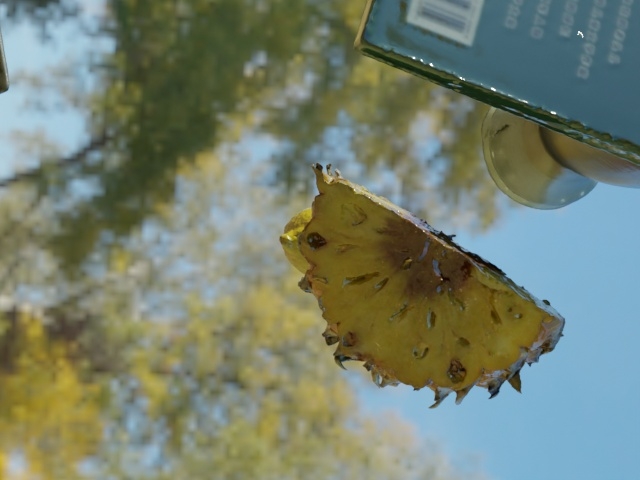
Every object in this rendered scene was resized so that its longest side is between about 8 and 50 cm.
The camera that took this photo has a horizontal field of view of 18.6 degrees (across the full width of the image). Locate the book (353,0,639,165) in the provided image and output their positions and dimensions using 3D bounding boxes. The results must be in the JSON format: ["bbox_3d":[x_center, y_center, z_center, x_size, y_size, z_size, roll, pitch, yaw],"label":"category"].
[{"bbox_3d":[0.226,-0.185,1.410,0.043,0.371,0.260,142,-33,-68],"label":"book"}]

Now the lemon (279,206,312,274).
[{"bbox_3d":[0.000,0.000,1.703,0.065,0.092,0.065,7,-80,46],"label":"lemon"}]

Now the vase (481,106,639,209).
[{"bbox_3d":[0.246,-0.107,1.646,0.321,0.173,0.173,147,-55,-74],"label":"vase"}]

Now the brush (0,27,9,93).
[{"bbox_3d":[-0.332,-0.228,1.939,0.027,0.034,0.190,41,35,-67],"label":"brush"}]

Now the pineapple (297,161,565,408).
[{"bbox_3d":[0.059,0.053,1.478,0.135,0.233,0.079,-58,163,12],"label":"pineapple"}]
